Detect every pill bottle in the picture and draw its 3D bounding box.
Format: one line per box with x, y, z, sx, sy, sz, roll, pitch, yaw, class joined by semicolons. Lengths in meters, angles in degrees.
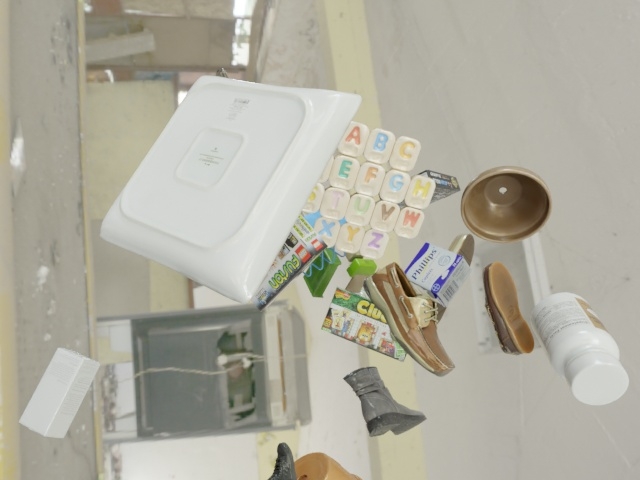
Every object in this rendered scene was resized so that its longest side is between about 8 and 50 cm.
0.529;0.218;1.041;0.229;0.131;0.131;-78;173;-64;pill bottle

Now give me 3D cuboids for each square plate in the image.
-0.157;-0.115;0.765;0.344;0.347;0.049;-62;146;-14;square plate

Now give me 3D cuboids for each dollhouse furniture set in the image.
0.032;0.038;1.741;0.151;0.197;0.302;-62;-142;32;dollhouse furniture set

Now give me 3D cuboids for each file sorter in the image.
0.000;0.000;1.322;0.118;0.170;0.105;35;-40;37;file sorter

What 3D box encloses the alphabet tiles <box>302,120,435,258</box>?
0.093;-0.097;1.069;0.021;0.283;0.278;-100;-154;-67;alphabet tiles

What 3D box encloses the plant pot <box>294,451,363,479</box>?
-0.002;0.773;1.490;0.204;0.290;0.291;58;-10;-14;plant pot

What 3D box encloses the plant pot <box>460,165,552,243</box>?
0.515;-0.117;1.421;0.110;0.237;0.238;-71;172;-51;plant pot

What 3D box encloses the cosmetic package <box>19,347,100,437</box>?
-0.770;0.450;1.502;0.231;0.117;0.085;-68;155;-16;cosmetic package

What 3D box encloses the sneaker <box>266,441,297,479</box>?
-0.112;0.644;1.378;0.051;0.089;0.170;-41;-123;41;sneaker

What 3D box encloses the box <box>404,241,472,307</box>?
0.311;0.090;1.366;0.137;0.126;0.072;25;-17;51;box

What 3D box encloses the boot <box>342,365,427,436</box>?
0.226;0.532;1.719;0.118;0.338;0.223;-38;-125;17;boot

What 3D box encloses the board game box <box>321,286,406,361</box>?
0.144;0.244;1.479;0.030;0.259;0.136;3;107;-86;board game box

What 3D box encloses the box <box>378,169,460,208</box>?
0.310;-0.150;1.567;0.175;0.220;0.051;-25;-105;35;box

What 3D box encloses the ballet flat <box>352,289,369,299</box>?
0.090;0.256;1.810;0.241;0.091;0.077;-51;-168;44;ballet flat

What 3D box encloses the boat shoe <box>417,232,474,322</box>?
0.362;0.106;1.525;0.098;0.109;0.303;26;-91;44;boat shoe

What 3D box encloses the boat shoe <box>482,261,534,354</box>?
0.394;0.151;1.109;0.073;0.073;0.207;-24;-100;61;boat shoe

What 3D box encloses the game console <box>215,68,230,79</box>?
-0.279;-0.292;1.465;0.387;0.060;0.343;-120;-151;-58;game console

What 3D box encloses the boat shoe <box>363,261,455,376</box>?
0.234;0.187;1.283;0.120;0.122;0.324;-45;-121;16;boat shoe

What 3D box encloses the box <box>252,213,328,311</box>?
-0.084;0.026;0.845;0.114;0.036;0.207;49;-45;5;box
